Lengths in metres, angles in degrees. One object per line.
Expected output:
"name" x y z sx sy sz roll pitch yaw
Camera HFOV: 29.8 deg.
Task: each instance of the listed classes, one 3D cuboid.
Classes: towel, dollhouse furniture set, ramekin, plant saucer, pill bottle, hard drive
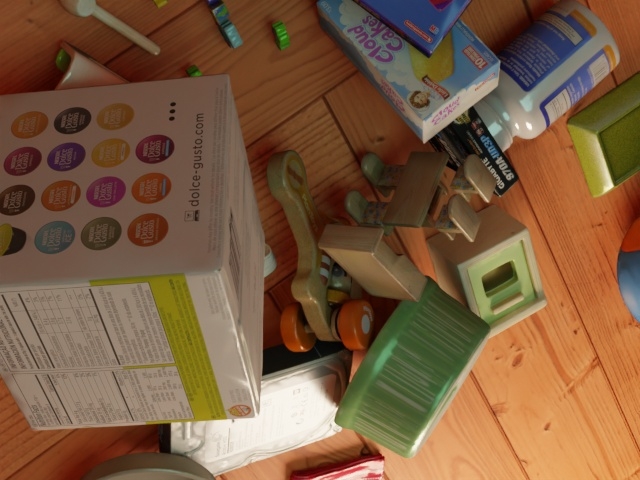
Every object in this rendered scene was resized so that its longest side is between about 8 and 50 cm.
"towel" 0.031 0.544 2.321 0.198 0.031 0.275 -8 116 -23
"dollhouse furniture set" 0.122 -0.050 1.916 0.161 0.212 0.242 44 61 -43
"ramekin" 0.165 0.225 2.070 0.303 0.148 0.303 -55 168 -17
"plant saucer" 0.569 -0.191 2.245 0.188 0.045 0.188 -34 123 -9
"pill bottle" 0.360 -0.270 2.040 0.272 0.152 0.152 -41 124 -4
"hard drive" -0.110 0.290 2.068 0.338 0.064 0.237 -14 136 -22

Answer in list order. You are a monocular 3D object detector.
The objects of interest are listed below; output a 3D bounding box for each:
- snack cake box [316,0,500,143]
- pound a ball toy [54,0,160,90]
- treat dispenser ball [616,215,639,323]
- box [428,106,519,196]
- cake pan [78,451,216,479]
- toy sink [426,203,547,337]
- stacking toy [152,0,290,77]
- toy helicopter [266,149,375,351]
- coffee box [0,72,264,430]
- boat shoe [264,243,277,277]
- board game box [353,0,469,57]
"snack cake box" 0.133 -0.301 1.848 0.152 0.264 0.089 -38 162 -8
"pound a ball toy" -0.283 -0.206 1.755 0.319 0.136 0.208 31 96 -34
"treat dispenser ball" 0.709 0.055 2.282 0.288 0.288 0.288 -11 117 -22
"box" 0.219 -0.186 1.993 0.051 0.175 0.220 -43 125 -5
"cake pan" -0.294 0.459 2.044 0.293 0.054 0.293 -5 133 -5
"toy sink" 0.311 0.082 2.189 0.152 0.131 0.234 -27 122 -13
"stacking toy" -0.155 -0.344 1.811 0.167 0.052 0.221 -32 125 -9
"toy helicopter" 0.000 0.000 1.973 0.235 0.140 0.355 -59 136 -48
"coffee box" -0.264 0.022 1.636 0.334 0.338 0.338 -4 141 4
"boat shoe" -0.200 0.026 1.926 0.277 0.098 0.096 -9 117 -22
"board game box" 0.093 -0.465 1.747 0.347 0.078 0.233 38 94 2
